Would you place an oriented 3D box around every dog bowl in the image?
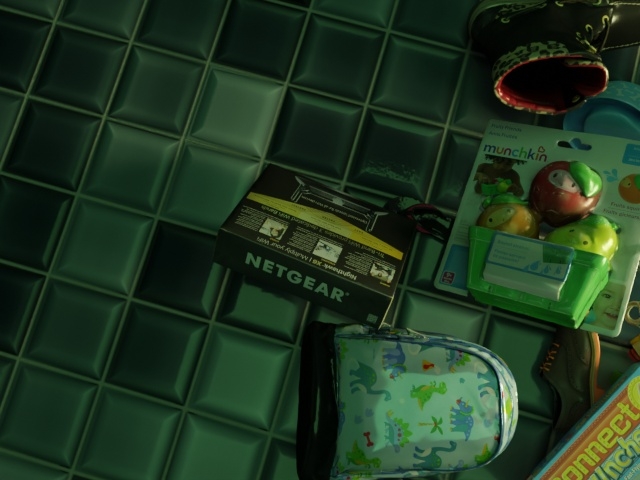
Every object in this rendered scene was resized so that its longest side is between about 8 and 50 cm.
[{"bbox_3d":[0.590,-0.175,1.221,0.297,0.166,0.074,39,65,-6],"label":"dog bowl"}]

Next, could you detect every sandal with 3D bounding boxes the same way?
[{"bbox_3d":[0.207,-0.040,1.275,0.179,0.040,0.067,21,82,4],"label":"sandal"}]

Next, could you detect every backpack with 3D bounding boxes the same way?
[{"bbox_3d":[0.152,0.279,1.139,0.356,0.273,0.289,7,74,-10],"label":"backpack"}]

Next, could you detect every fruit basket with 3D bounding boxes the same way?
[{"bbox_3d":[0.399,-0.041,1.172,0.327,0.165,0.352,16,84,28],"label":"fruit basket"}]

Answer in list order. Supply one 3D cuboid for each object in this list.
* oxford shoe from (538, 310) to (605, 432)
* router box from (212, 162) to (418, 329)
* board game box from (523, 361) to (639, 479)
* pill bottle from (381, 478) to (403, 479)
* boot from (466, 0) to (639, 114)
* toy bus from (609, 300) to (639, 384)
[{"bbox_3d":[0.447,0.214,1.205,0.099,0.097,0.271,-7,81,6],"label":"oxford shoe"},{"bbox_3d":[0.000,0.000,1.181,0.309,0.081,0.243,22,37,5],"label":"router box"},{"bbox_3d":[0.533,0.408,1.063,0.302,0.086,0.308,43,87,19],"label":"board game box"},{"bbox_3d":[0.104,0.564,1.115,0.169,0.169,0.301,-9,80,0],"label":"pill bottle"},{"bbox_3d":[0.467,-0.350,1.204,0.378,0.138,0.284,2,41,5],"label":"boot"},{"bbox_3d":[0.642,0.228,1.192,0.104,0.191,0.202,20,82,-41],"label":"toy bus"}]
